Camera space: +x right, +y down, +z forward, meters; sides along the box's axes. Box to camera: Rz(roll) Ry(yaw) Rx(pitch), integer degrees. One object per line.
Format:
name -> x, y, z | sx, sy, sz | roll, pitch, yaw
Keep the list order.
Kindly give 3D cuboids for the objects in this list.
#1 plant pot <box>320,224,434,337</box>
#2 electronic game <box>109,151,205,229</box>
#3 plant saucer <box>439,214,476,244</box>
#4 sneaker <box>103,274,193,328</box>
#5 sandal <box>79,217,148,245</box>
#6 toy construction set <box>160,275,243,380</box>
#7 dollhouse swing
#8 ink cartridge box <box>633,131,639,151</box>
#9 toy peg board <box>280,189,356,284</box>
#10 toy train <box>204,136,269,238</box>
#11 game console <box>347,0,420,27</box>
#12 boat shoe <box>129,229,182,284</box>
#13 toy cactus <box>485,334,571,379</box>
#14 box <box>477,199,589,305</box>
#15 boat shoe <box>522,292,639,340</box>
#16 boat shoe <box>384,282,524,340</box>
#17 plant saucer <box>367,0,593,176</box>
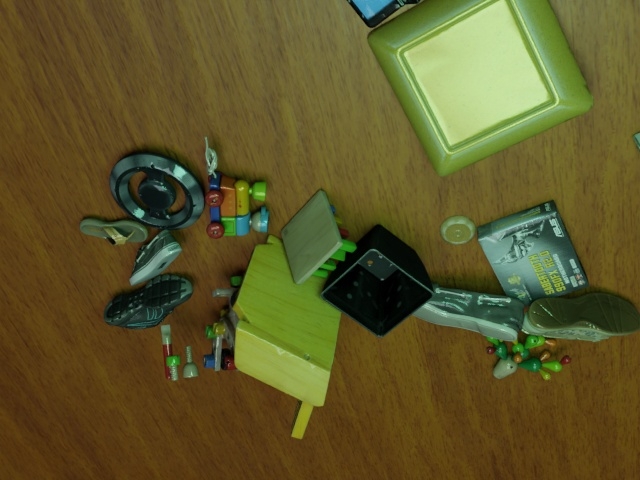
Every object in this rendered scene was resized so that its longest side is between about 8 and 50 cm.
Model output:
plant pot -> 0.136, 0.076, 1.596 | 0.187, 0.167, 0.188 | 36, 124, -16
electronic game -> -0.385, -0.112, 1.616 | 0.230, 0.048, 0.229 | 6, 134, 7
plant saucer -> 0.319, -0.020, 1.592 | 0.084, 0.015, 0.083 | 4, 125, 6
sneaker -> -0.440, 0.168, 1.813 | 0.268, 0.101, 0.106 | -19, 142, 20
sandal -> -0.514, -0.016, 1.697 | 0.180, 0.049, 0.072 | 6, 139, 6
toy construction set -> -0.259, 0.220, 1.754 | 0.309, 0.257, 0.237 | -8, 84, 0
dollhouse swing -> -0.099, 0.242, 1.640 | 0.315, 0.346, 0.305 | 28, 125, -11
ink cartridge box -> 0.835, -0.211, 1.350 | 0.371, 0.069, 0.175 | -27, 117, 22
toy peg board -> 0.000, 0.000, 1.591 | 0.079, 0.160, 0.161 | 17, 131, -38
toy train -> -0.187, -0.119, 1.555 | 0.144, 0.105, 0.247 | 1, 126, -5
game console -> 0.097, -0.471, 1.267 | 0.085, 0.124, 0.144 | -43, 112, 3
boat shoe -> -0.423, 0.044, 1.725 | 0.219, 0.078, 0.070 | -37, 79, 39
toy cactus -> 0.506, 0.306, 1.753 | 0.219, 0.112, 0.180 | 16, 136, -13
box -> 0.490, 0.037, 1.581 | 0.183, 0.056, 0.231 | -21, 119, 22
boat shoe -> 0.616, 0.186, 1.629 | 0.286, 0.104, 0.089 | 5, 151, -8
boat shoe -> 0.325, 0.153, 1.660 | 0.335, 0.095, 0.112 | 15, 157, 23
plant saucer -> 0.297, -0.316, 1.299 | 0.333, 0.081, 0.332 | -25, 104, 23
